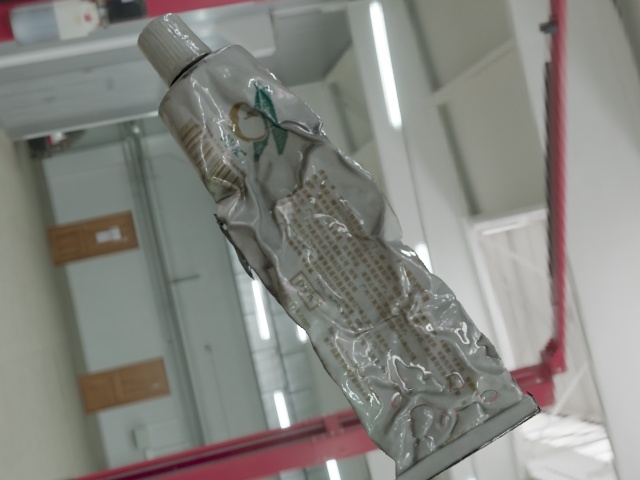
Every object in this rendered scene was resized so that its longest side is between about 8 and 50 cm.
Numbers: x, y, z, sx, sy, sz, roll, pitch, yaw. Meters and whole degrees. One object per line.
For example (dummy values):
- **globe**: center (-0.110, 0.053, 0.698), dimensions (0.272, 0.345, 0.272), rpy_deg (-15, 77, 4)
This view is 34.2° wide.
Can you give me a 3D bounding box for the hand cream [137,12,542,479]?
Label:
- **hand cream**: center (0.000, 0.000, 0.485), dimensions (0.257, 0.084, 0.050), rpy_deg (55, -3, -2)
